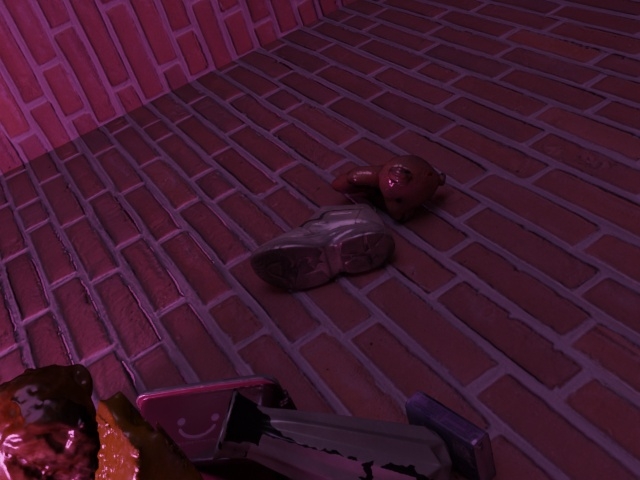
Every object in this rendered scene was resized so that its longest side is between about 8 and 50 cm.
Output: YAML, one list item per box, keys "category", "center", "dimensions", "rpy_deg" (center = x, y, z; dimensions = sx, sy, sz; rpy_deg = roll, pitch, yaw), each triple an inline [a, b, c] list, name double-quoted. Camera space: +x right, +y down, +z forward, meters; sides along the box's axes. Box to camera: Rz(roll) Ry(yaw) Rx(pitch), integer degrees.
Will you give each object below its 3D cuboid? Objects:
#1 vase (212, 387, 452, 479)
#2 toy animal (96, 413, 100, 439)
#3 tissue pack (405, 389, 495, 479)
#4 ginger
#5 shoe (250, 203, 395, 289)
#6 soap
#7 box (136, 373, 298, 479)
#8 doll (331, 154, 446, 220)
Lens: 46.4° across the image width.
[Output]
- category: "vase"
  center: [0.019, 0.339, 1.183]
  dimensions: [0.360, 0.165, 0.165]
  rpy_deg: [16, 38, -5]
- category: "toy animal"
  center: [-0.465, 0.383, 1.552]
  dimensions: [0.124, 0.085, 0.071]
  rpy_deg: [-3, 21, 13]
- category: "tissue pack"
  center: [0.217, 0.331, 1.254]
  dimensions: [0.051, 0.112, 0.156]
  rpy_deg: [-37, 39, -24]
- category: "ginger"
  center: [-0.531, 0.371, 1.429]
  dimensions: [0.201, 0.269, 0.223]
  rpy_deg: [-7, 30, -22]
- category: "shoe"
  center: [0.000, 0.000, 1.802]
  dimensions: [0.342, 0.132, 0.210]
  rpy_deg: [-13, 31, 3]
- category: "soap"
  center: [-0.304, 0.453, 1.120]
  dimensions: [0.304, 0.338, 0.169]
  rpy_deg: [-44, 27, -27]
- category: "box"
  center: [-0.190, 0.372, 1.342]
  dimensions: [0.294, 0.193, 0.167]
  rpy_deg: [-10, 45, 13]
- category: "doll"
  center: [0.160, -0.120, 1.892]
  dimensions: [0.201, 0.156, 0.303]
  rpy_deg: [2, -8, -42]
